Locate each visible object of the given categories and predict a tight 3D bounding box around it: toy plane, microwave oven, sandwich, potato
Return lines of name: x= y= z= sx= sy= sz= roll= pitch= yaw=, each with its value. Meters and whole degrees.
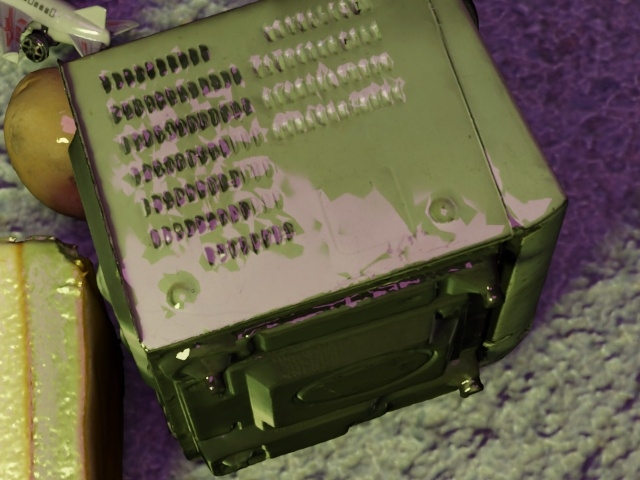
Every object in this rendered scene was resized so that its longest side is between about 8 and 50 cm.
toy plane: x=-0.249 y=-0.199 z=1.720 sx=0.171 sy=0.065 sz=0.162 roll=18 pitch=39 yaw=20
microwave oven: x=0.000 y=0.000 z=1.492 sx=0.333 sy=0.394 sz=0.247 roll=-19 pitch=74 yaw=-4
sandwich: x=-0.236 y=0.145 z=1.514 sx=0.155 sy=0.227 sz=0.198 roll=-2 pitch=50 yaw=3
potato: x=-0.205 y=-0.085 z=1.674 sx=0.112 sy=0.112 sz=0.147 roll=-42 pitch=80 yaw=-10
